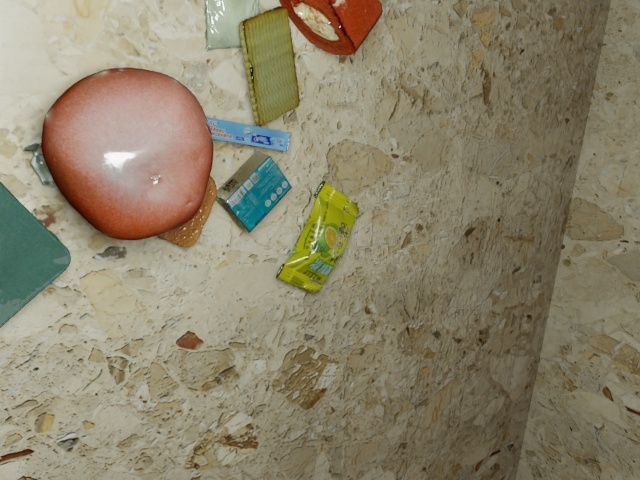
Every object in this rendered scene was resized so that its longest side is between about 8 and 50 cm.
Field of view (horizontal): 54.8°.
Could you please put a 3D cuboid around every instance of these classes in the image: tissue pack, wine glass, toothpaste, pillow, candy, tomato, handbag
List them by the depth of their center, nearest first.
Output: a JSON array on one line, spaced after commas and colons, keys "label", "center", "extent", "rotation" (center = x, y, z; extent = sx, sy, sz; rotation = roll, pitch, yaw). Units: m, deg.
[{"label": "handbag", "center": [-0.663, 0.003, 1.166], "extent": [0.238, 0.089, 0.326], "rotation": [-46, 130, -19]}, {"label": "tomato", "center": [-0.361, -0.170, 1.222], "extent": [0.342, 0.273, 0.341], "rotation": [-6, 106, -22]}, {"label": "wine glass", "center": [-0.555, -0.152, 1.233], "extent": [0.042, 0.039, 0.083], "rotation": [-16, 121, -3]}, {"label": "pillow", "center": [-0.196, -0.551, 1.396], "extent": [0.148, 0.050, 0.229], "rotation": [-12, 113, -31]}, {"label": "toothpaste", "center": [-0.201, -0.256, 1.478], "extent": [0.272, 0.066, 0.053], "rotation": [3, 102, -41]}, {"label": "tissue pack", "center": [-0.169, -0.123, 1.540], "extent": [0.169, 0.082, 0.120], "rotation": [-49, 130, -17]}, {"label": "candy", "center": [0.000, 0.000, 1.724], "extent": [0.187, 0.081, 0.297], "rotation": [31, 84, -44]}]

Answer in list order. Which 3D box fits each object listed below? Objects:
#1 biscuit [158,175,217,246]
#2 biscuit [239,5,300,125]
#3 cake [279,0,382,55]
[{"label": "biscuit", "center": [-0.340, -0.094, 1.438], "extent": [0.186, 0.036, 0.192], "rotation": [23, 90, -40]}, {"label": "biscuit", "center": [-0.121, -0.419, 1.482], "extent": [0.172, 0.029, 0.254], "rotation": [-40, 134, -43]}, {"label": "cake", "center": [0.015, -0.586, 1.477], "extent": [0.151, 0.177, 0.283], "rotation": [-55, 136, -12]}]
